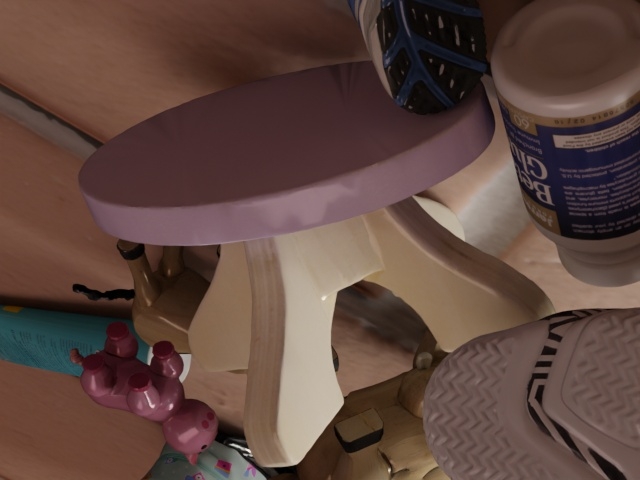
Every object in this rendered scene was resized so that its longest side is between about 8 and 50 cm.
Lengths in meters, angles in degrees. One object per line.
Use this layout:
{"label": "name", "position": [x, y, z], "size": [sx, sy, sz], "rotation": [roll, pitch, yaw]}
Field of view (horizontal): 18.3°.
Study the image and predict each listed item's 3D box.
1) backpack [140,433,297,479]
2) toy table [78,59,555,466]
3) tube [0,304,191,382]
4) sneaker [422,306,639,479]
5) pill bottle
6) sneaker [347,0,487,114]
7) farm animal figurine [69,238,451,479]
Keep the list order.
{"label": "backpack", "position": [-0.071, 0.240, 1.647], "size": [0.152, 0.115, 0.182], "rotation": [-12, 128, 45]}
{"label": "toy table", "position": [0.000, 0.000, 1.203], "size": [0.274, 0.252, 0.161], "rotation": [2, 123, 44]}
{"label": "tube", "position": [-0.199, 0.083, 1.582], "size": [0.207, 0.052, 0.080], "rotation": [6, 136, 34]}
{"label": "sneaker", "position": [0.241, 0.110, 1.159], "size": [0.366, 0.137, 0.210], "rotation": [2, 178, 2]}
{"label": "pill bottle", "position": [0.157, -0.052, 1.134], "size": [0.094, 0.094, 0.169], "rotation": [7, 141, 25]}
{"label": "sneaker", "position": [0.036, -0.172, 1.064], "size": [0.080, 0.081, 0.211], "rotation": [-15, 124, -15]}
{"label": "farm animal figurine", "position": [-0.001, 0.139, 1.387], "size": [0.327, 0.330, 0.172], "rotation": [-8, 138, -2]}
